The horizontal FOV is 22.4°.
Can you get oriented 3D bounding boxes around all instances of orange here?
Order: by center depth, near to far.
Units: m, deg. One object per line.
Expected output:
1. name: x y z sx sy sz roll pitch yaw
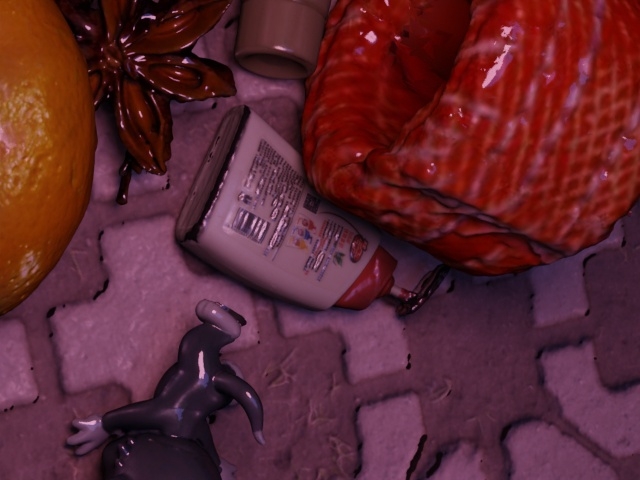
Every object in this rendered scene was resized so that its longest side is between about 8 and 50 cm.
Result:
1. orange: -0.286 -0.103 1.337 0.196 0.262 0.335 -8 84 -11

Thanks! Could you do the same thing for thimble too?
1. thimble: 0.159 -0.152 1.540 0.230 0.350 0.350 27 79 -28

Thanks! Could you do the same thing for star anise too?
1. star anise: -0.181 -0.172 1.486 0.220 0.126 0.190 -45 112 10

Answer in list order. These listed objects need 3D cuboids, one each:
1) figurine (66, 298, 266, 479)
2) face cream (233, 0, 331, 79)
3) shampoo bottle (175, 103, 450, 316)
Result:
1. figurine: -0.119 0.199 1.516 0.193 0.140 0.265 32 91 -41
2. face cream: -0.017 -0.331 1.595 0.137 0.084 0.341 16 75 -29
3. shampoo bottle: 0.000 0.000 1.609 0.284 0.071 0.153 31 74 -27
